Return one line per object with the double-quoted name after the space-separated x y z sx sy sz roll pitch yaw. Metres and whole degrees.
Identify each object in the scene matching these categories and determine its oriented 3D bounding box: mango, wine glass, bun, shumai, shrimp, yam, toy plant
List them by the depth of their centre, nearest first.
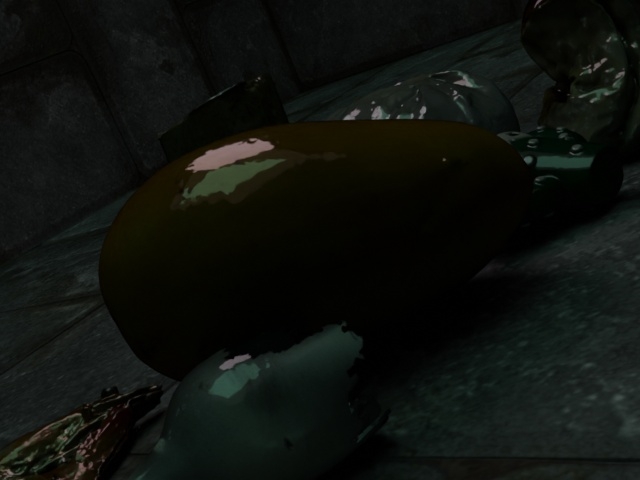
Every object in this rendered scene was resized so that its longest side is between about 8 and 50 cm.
-0.099 0.176 0.706 0.321 0.143 0.143 -29 16 -26 "wine glass"
0.000 0.000 0.911 0.446 0.232 0.300 -19 -27 -8 "mango"
-0.268 0.232 0.925 0.154 0.062 0.294 7 34 40 "shrimp"
0.247 -0.078 1.116 0.233 0.112 0.243 -22 20 -14 "toy plant"
-0.098 -0.062 1.239 0.195 0.300 0.195 -21 8 3 "yam"
0.421 -0.276 1.256 0.304 0.263 0.309 -23 14 9 "shumai"
0.122 -0.143 1.368 0.355 0.194 0.354 -21 11 4 "bun"
